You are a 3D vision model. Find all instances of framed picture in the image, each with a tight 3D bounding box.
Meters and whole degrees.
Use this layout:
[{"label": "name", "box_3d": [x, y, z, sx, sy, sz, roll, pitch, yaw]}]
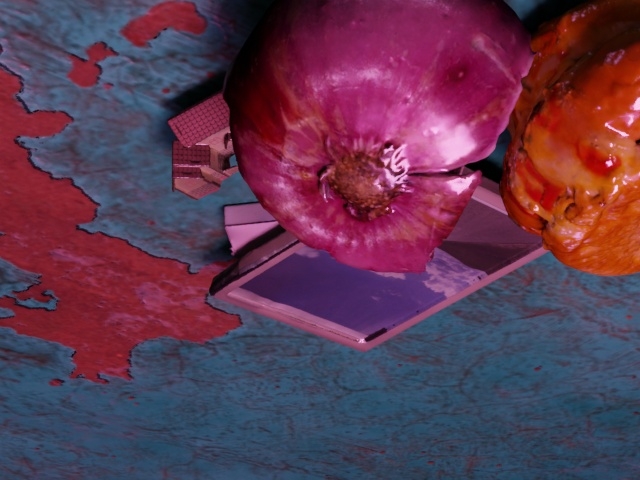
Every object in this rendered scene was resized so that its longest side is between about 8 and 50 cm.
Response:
[{"label": "framed picture", "box_3d": [0.058, 0.013, 1.171, 0.189, 0.023, 0.260, 23, 139, -38]}]

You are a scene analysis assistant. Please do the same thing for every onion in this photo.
[{"label": "onion", "box_3d": [0.030, -0.088, 0.915, 0.200, 0.201, 0.207, 6, 161, -13]}]

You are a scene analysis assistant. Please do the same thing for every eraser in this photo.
[{"label": "eraser", "box_3d": [0.000, 0.000, 1.185, 0.150, 0.023, 0.104, -5, 147, 5]}]

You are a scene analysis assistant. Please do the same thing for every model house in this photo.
[{"label": "model house", "box_3d": [-0.081, -0.075, 1.031, 0.083, 0.057, 0.058, -22, 147, 31]}]

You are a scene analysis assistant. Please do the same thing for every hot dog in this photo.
[{"label": "hot dog", "box_3d": [0.202, -0.075, 0.970, 0.153, 0.150, 0.257, -2, 152, -15]}]
